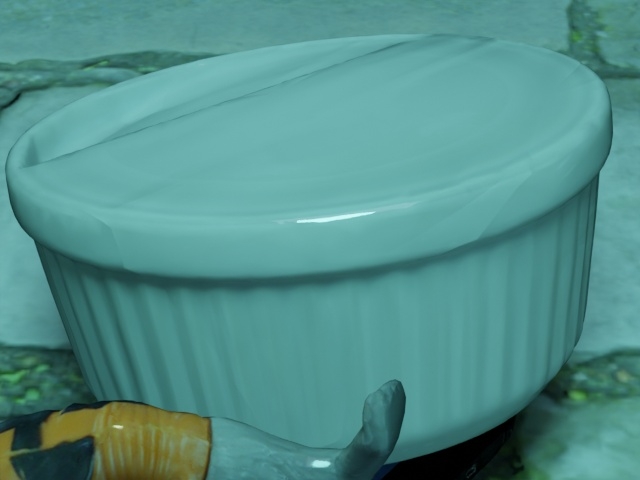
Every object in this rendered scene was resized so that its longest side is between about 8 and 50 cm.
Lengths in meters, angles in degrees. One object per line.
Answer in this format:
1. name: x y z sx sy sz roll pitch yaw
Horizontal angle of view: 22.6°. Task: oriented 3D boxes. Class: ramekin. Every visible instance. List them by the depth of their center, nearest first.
1. ramekin: 0.000 0.000 0.733 0.273 0.127 0.273 -6 22 2

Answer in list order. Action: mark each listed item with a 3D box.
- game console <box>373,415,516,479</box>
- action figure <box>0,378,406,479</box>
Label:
1. game console: -0.066 0.140 0.667 0.213 0.044 0.361 27 45 31
2. action figure: -0.156 0.171 0.521 0.330 0.178 0.341 4 67 17
